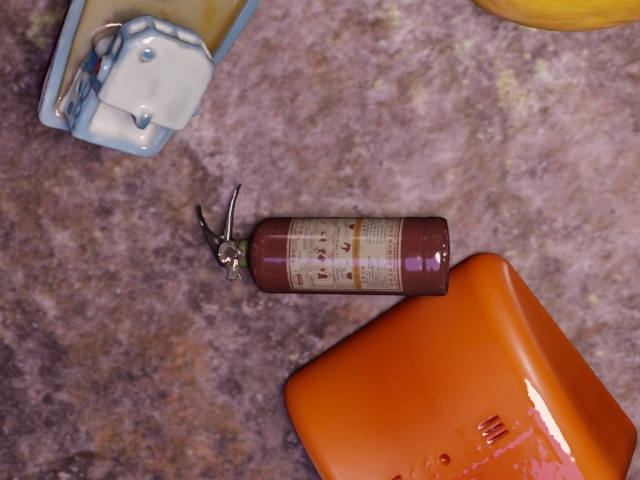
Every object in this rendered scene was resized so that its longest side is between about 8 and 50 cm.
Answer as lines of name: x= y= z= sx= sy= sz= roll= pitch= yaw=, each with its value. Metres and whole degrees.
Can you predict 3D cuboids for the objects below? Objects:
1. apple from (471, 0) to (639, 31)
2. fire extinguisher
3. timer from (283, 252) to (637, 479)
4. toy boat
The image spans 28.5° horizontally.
apple: x=0.189 y=-0.288 z=0.889 sx=0.233 sy=0.286 sz=0.285 roll=-7 pitch=110 yaw=0
fire extinguisher: x=0.000 y=0.000 z=1.131 sx=0.231 sy=0.071 sz=0.099 roll=2 pitch=87 yaw=12
timer: x=0.123 y=0.174 z=1.168 sx=0.257 sy=0.161 sz=0.250 roll=-35 pitch=89 yaw=17
toy boat: x=-0.108 y=-0.210 z=1.002 sx=0.145 sy=0.133 sz=0.331 roll=18 pitch=116 yaw=-29
